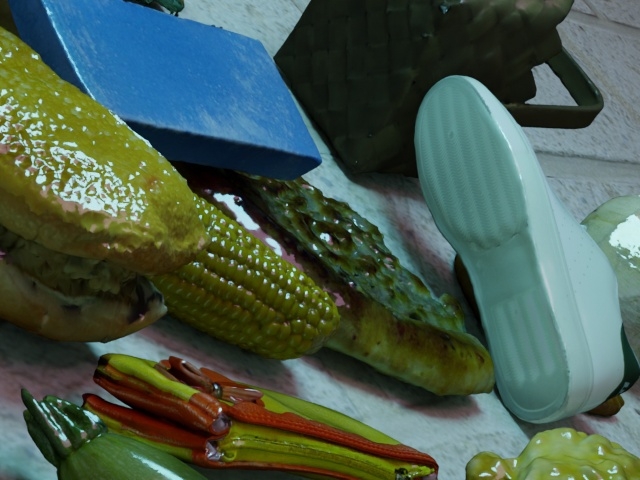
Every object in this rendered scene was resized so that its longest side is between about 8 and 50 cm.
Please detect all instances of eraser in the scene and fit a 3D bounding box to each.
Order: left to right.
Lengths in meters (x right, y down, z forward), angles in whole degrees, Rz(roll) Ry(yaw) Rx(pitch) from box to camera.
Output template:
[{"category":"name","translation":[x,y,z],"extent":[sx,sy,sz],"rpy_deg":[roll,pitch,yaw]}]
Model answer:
[{"category":"eraser","translation":[-0.123,-0.129,1.396],"extent":[0.312,0.042,0.144],"rpy_deg":[6,51,-57]}]

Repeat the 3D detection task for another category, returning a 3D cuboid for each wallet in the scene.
[{"category":"wallet","translation":[-0.035,0.134,1.174],"extent":[0.141,0.067,0.241],"rpy_deg":[14,-3,45]}]

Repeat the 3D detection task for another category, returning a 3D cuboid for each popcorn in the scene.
[{"category":"popcorn","translation":[0.191,0.227,1.336],"extent":[0.180,0.170,0.180],"rpy_deg":[28,46,-33]}]

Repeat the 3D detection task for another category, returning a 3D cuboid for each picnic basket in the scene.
[{"category":"picnic basket","translation":[0.146,-0.219,1.842],"extent":[0.321,0.291,0.254],"rpy_deg":[-4,48,-43]}]

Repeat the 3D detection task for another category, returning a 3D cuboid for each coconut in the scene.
[{"category":"coconut","translation":[0.360,0.050,1.854],"extent":[0.194,0.194,0.194],"rpy_deg":[33,25,-18]}]

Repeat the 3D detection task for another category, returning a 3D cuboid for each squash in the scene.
[{"category":"squash","translation":[-0.063,0.211,1.049],"extent":[0.341,0.094,0.094],"rpy_deg":[41,24,-6]}]

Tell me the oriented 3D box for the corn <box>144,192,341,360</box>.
[{"category":"corn","translation":[-0.099,0.017,1.314],"extent":[0.261,0.097,0.097],"rpy_deg":[31,26,-24]}]

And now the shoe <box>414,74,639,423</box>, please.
[{"category":"shoe","translation":[0.217,0.002,1.666],"extent":[0.160,0.132,0.363],"rpy_deg":[0,66,-44]}]

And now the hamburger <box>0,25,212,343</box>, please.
[{"category":"hamburger","translation":[-0.227,-0.036,1.157],"extent":[0.283,0.144,0.156],"rpy_deg":[39,30,5]}]

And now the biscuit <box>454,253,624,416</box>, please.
[{"category":"biscuit","translation":[0.232,0.095,1.758],"extent":[0.228,0.031,0.176],"rpy_deg":[37,26,-9]}]

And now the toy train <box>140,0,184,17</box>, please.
[{"category":"toy train","translation":[-0.181,-0.315,1.657],"extent":[0.177,0.116,0.285],"rpy_deg":[39,3,-11]}]

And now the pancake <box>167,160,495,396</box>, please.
[{"category":"pancake","translation":[-0.002,0.001,1.524],"extent":[0.427,0.067,0.305],"rpy_deg":[40,22,1]}]

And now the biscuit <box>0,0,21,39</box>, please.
[{"category":"biscuit","translation":[-0.346,-0.276,1.461],"extent":[0.394,0.076,0.368],"rpy_deg":[27,22,-34]}]
